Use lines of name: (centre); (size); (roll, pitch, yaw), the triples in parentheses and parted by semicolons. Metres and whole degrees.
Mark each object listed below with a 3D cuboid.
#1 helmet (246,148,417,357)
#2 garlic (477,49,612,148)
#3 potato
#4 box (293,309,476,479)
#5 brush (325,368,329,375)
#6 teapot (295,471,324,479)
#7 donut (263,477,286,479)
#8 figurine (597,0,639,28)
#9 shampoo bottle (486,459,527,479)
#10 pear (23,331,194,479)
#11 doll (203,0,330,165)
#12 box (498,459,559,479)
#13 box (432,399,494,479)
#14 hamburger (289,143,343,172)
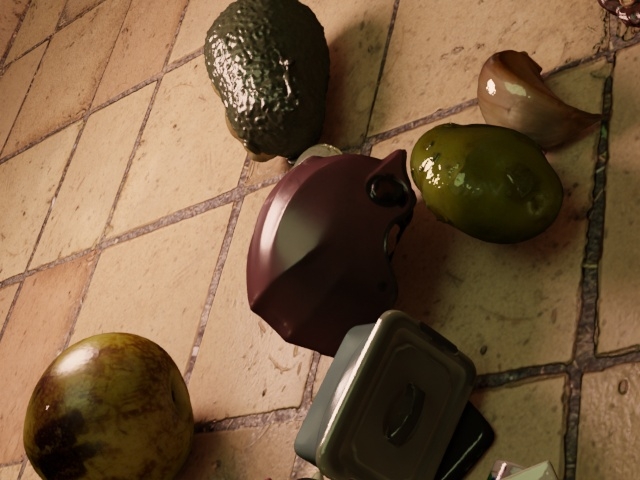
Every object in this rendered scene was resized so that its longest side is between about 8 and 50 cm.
helmet: (0.000, 0.000, 1.547); (0.271, 0.197, 0.338); (131, 151, -63)
garlic: (0.287, -0.187, 1.515); (0.207, 0.128, 0.115); (53, 127, 49)
potato: (0.216, -0.084, 1.431); (0.253, 0.186, 0.149); (33, 104, 53)
box: (0.078, 0.211, 1.326); (0.130, 0.162, 0.227); (-7, 52, 61)
brush: (0.042, 0.284, 1.453); (0.039, 0.042, 0.299); (-12, 44, 2)
teapot: (-0.006, 0.370, 1.419); (0.092, 0.124, 0.091); (33, 102, 17)
donut: (-0.077, 0.447, 1.296); (0.371, 0.150, 0.307); (-27, 65, 37)
figurine: (0.470, -0.344, 1.408); (0.240, 0.115, 0.175); (13, 73, 48)
shampoo bottle: (0.171, 0.392, 1.153); (0.092, 0.092, 0.303); (8, 66, 53)
pear: (-0.339, 0.287, 1.711); (0.283, 0.283, 0.284); (-31, 40, 31)
doll: (-0.090, -0.291, 1.971); (0.247, 0.247, 0.350); (-39, 43, 22)
box: (0.218, 0.359, 1.076); (0.139, 0.035, 0.245); (-24, 59, 10)
box: (0.153, 0.255, 1.358); (0.125, 0.027, 0.126); (-49, 33, 4)
hamburger: (-0.007, -0.095, 1.826); (0.140, 0.062, 0.133); (-52, 37, 0)
